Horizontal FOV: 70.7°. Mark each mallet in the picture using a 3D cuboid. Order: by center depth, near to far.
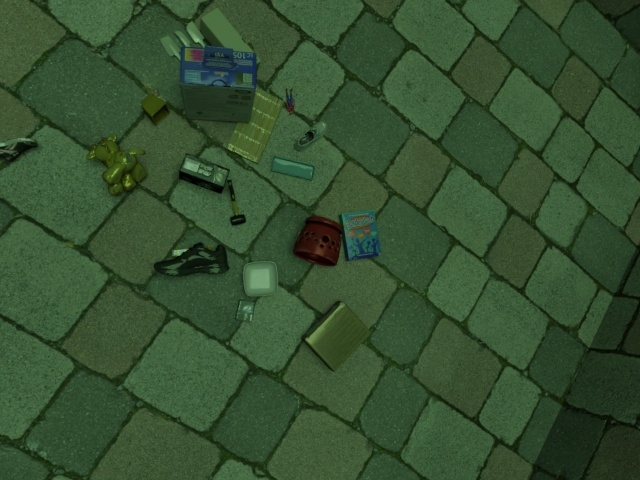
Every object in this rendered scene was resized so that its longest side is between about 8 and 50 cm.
[{"bbox_3d":[-0.362,-0.152,1.849,0.062,0.039,0.189,-23,109,-16],"label":"mallet"}]

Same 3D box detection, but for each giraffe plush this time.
[{"bbox_3d":[-0.780,-0.302,1.704,0.170,0.210,0.181,36,42,13],"label":"giraffe plush"}]

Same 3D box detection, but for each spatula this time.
[{"bbox_3d":[-0.532,-0.775,1.891,0.168,0.019,0.242,-39,99,-19],"label":"spatula"}]

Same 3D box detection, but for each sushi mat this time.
[{"bbox_3d":[-0.277,-0.499,1.940,0.151,0.019,0.316,23,79,-13],"label":"sushi mat"}]

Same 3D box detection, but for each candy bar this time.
[{"bbox_3d":[-0.521,0.045,1.818,0.161,0.018,0.040,-5,88,-17],"label":"candy bar"}]

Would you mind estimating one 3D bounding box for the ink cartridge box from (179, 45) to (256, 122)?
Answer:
[{"bbox_3d":[-0.383,-0.591,1.710,0.270,0.395,0.151,0,85,-12],"label":"ink cartridge box"}]

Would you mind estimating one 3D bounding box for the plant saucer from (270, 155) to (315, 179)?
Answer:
[{"bbox_3d":[-0.120,-0.315,1.972,0.192,0.018,0.067,11,82,-16],"label":"plant saucer"}]

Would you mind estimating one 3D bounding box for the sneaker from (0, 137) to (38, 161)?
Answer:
[{"bbox_3d":[-1.128,-0.328,1.652,0.178,0.072,0.077,-12,101,-9],"label":"sneaker"}]

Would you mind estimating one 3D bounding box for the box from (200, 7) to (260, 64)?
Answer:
[{"bbox_3d":[-0.379,-0.814,1.890,0.094,0.113,0.275,-42,99,-16],"label":"box"}]

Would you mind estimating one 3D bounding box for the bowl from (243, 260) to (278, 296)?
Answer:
[{"bbox_3d":[-0.251,0.158,1.872,0.142,0.053,0.142,-3,87,-17],"label":"bowl"}]

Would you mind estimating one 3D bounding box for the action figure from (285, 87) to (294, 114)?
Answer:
[{"bbox_3d":[-0.134,-0.612,1.989,0.038,0.030,0.115,-4,88,-22],"label":"action figure"}]

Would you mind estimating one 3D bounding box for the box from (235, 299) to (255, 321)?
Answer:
[{"bbox_3d":[-0.309,0.291,1.860,0.067,0.018,0.083,13,81,-15],"label":"box"}]

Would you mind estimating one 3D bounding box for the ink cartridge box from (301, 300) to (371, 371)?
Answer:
[{"bbox_3d":[0.066,0.405,1.927,0.235,0.088,0.193,-43,96,-15],"label":"ink cartridge box"}]

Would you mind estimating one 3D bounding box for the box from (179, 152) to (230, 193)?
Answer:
[{"bbox_3d":[-0.463,-0.263,1.796,0.180,0.147,0.077,20,80,-15],"label":"box"}]

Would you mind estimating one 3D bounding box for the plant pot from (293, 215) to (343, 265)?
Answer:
[{"bbox_3d":[0.000,0.000,1.891,0.191,0.191,0.174,21,77,-14],"label":"plant pot"}]

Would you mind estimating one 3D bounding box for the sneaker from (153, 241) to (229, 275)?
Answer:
[{"bbox_3d":[-0.505,0.073,1.773,0.286,0.109,0.130,-4,94,-26],"label":"sneaker"}]

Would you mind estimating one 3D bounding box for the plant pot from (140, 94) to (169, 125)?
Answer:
[{"bbox_3d":[-0.665,-0.528,1.796,0.083,0.081,0.081,40,75,1],"label":"plant pot"}]

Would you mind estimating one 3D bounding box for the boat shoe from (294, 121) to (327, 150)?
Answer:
[{"bbox_3d":[-0.038,-0.466,1.985,0.184,0.063,0.066,-36,96,-16],"label":"boat shoe"}]

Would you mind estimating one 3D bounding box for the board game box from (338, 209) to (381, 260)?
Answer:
[{"bbox_3d":[0.177,-0.024,2.019,0.160,0.047,0.210,-9,87,-17],"label":"board game box"}]
